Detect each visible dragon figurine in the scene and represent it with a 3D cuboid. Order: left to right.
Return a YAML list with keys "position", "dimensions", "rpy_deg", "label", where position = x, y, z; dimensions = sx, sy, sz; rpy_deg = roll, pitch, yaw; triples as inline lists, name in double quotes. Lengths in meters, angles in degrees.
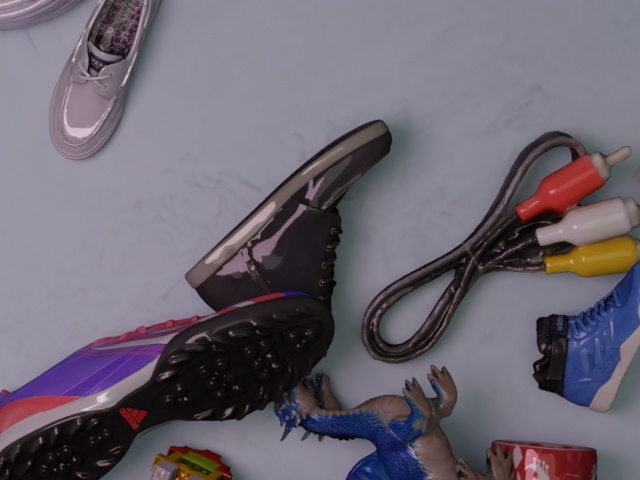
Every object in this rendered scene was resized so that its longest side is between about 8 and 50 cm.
- position: [0.078, 0.205, 1.294]
  dimensions: [0.144, 0.085, 0.289]
  rpy_deg: [-43, 79, 33]
  label: "dragon figurine"

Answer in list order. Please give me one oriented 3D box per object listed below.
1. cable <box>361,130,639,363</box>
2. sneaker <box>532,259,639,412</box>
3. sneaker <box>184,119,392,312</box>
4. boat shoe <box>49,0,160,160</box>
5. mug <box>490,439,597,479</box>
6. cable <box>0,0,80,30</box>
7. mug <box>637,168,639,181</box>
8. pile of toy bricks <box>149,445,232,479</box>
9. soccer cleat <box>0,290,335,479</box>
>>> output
- position: [0.156, 0.004, 1.330]
  dimensions: [0.287, 0.072, 0.139]
  rpy_deg: [-25, 97, -1]
  label: "cable"
- position: [0.232, 0.075, 1.321]
  dimensions: [0.084, 0.058, 0.152]
  rpy_deg: [18, 121, 1]
  label: "sneaker"
- position: [0.000, 0.000, 1.336]
  dimensions: [0.222, 0.083, 0.118]
  rpy_deg: [-42, 95, 8]
  label: "sneaker"
- position: [-0.189, -0.158, 1.338]
  dimensions: [0.066, 0.063, 0.184]
  rpy_deg: [29, 89, 0]
  label: "boat shoe"
- position: [0.202, 0.260, 1.305]
  dimensions: [0.150, 0.113, 0.169]
  rpy_deg: [0, 83, 38]
  label: "mug"
- position: [-0.293, -0.311, 1.326]
  dimensions: [0.257, 0.089, 0.257]
  rpy_deg: [17, 89, 0]
  label: "cable"
- position: [0.320, -0.051, 1.339]
  dimensions: [0.064, 0.062, 0.078]
  rpy_deg: [41, 58, -8]
  label: "mug"
- position: [-0.051, 0.261, 1.316]
  dimensions: [0.212, 0.105, 0.118]
  rpy_deg: [24, 104, 15]
  label: "pile of toy bricks"
- position: [-0.142, 0.110, 1.298]
  dimensions: [0.318, 0.116, 0.109]
  rpy_deg: [-27, 129, 5]
  label: "soccer cleat"
